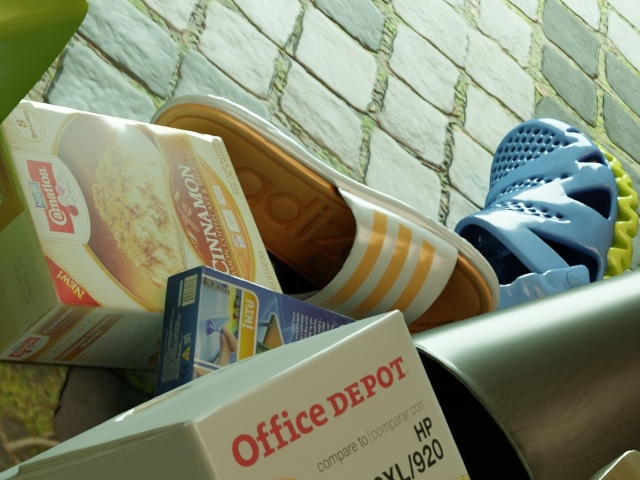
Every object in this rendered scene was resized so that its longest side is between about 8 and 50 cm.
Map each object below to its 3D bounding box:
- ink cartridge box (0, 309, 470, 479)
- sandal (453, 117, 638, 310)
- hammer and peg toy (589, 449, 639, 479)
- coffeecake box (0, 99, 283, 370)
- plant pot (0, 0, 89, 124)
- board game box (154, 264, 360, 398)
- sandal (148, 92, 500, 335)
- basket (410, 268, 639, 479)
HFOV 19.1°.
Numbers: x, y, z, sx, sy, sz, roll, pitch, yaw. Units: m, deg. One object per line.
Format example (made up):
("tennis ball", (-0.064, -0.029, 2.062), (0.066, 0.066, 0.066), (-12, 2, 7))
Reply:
("ink cartridge box", (-0.023, 0.180, 0.907), (0.171, 0.168, 0.233), (-24, 92, -51))
("sandal", (0.157, 0.013, 1.418), (0.138, 0.126, 0.317), (29, 36, -23))
("hammer and peg toy", (0.190, 0.284, 0.807), (0.361, 0.127, 0.266), (50, 41, 4))
("coffeecake box", (-0.122, 0.000, 1.129), (0.185, 0.068, 0.142), (8, 52, -47))
("plant pot", (-0.288, -0.116, 0.907), (0.227, 0.228, 0.207), (54, 38, 6))
("board game box", (-0.034, 0.129, 1.069), (0.136, 0.035, 0.201), (22, 63, -37))
("sandal", (-0.006, 0.006, 1.249), (0.265, 0.102, 0.076), (31, 37, -13))
("basket", (0.165, 0.111, 1.214), (0.227, 0.154, 0.204), (-26, 82, -34))
